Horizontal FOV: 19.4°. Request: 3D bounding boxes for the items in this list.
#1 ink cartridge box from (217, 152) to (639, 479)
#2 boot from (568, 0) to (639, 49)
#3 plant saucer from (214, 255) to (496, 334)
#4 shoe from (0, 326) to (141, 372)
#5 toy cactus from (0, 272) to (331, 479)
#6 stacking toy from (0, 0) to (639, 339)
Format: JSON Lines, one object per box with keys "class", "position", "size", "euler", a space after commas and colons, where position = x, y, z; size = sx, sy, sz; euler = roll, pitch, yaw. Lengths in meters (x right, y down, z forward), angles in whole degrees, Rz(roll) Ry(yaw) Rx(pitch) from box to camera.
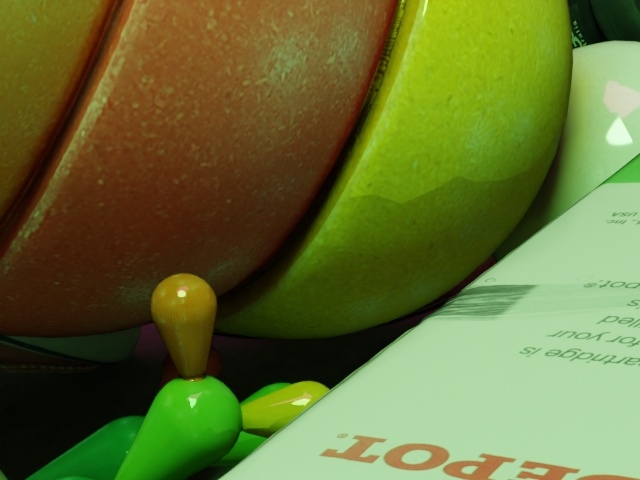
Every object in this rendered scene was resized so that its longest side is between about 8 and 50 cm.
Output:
{"class": "ink cartridge box", "position": [0.135, 0.070, 0.495], "size": [0.211, 0.121, 0.289], "euler": [6, 24, 34]}
{"class": "boot", "position": [0.155, -0.128, 0.984], "size": [0.246, 0.094, 0.207], "euler": [-34, 9, -39]}
{"class": "plant saucer", "position": [0.000, 0.000, 0.886], "size": [0.168, 0.029, 0.168], "euler": [-6, 19, 2]}
{"class": "shoe", "position": [-0.170, 0.041, 0.786], "size": [0.178, 0.081, 0.063], "euler": [16, 23, -25]}
{"class": "toy cactus", "position": [-0.101, 0.086, 0.598], "size": [0.180, 0.112, 0.219], "euler": [-3, 26, 42]}
{"class": "stacking toy", "position": [-0.032, -0.072, 0.701], "size": [0.480, 0.350, 0.350], "euler": [21, 7, -25]}
